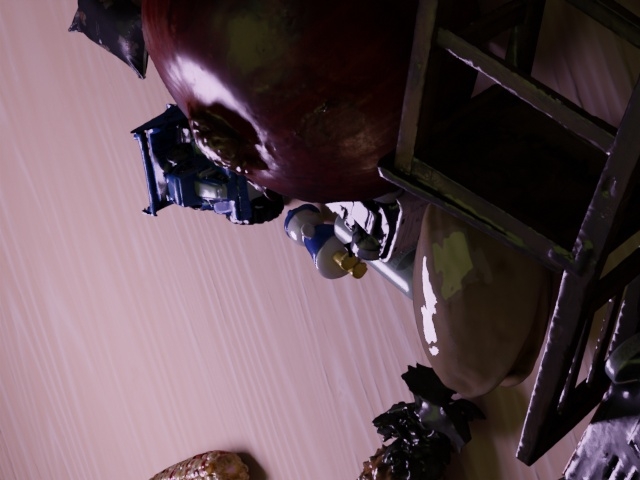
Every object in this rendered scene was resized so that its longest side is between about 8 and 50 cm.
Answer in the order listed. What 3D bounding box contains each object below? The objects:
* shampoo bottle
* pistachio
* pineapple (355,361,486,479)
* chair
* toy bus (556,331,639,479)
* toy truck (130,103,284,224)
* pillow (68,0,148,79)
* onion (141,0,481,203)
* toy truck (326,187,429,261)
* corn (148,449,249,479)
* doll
[{"bbox_3d":[0.095,0.027,1.994,0.195,0.056,0.056,39,138,35],"label":"shampoo bottle"},{"bbox_3d":[0.162,0.044,1.826,0.153,0.138,0.238,45,143,49],"label":"pistachio"},{"bbox_3d":[0.108,0.233,2.063,0.111,0.119,0.237,-81,3,-53],"label":"pineapple"},{"bbox_3d":[0.188,-0.051,1.637,0.240,0.203,0.416,33,132,22],"label":"chair"},{"bbox_3d":[0.316,0.203,1.688,0.143,0.153,0.329,53,144,31],"label":"toy bus"},{"bbox_3d":[-0.144,-0.084,2.207,0.208,0.126,0.113,20,125,50],"label":"toy truck"},{"bbox_3d":[-0.259,-0.272,2.335,0.150,0.048,0.090,34,143,36],"label":"pillow"},{"bbox_3d":[-0.003,-0.207,1.763,0.341,0.341,0.341,33,134,42],"label":"onion"},{"bbox_3d":[0.029,-0.095,1.955,0.253,0.124,0.114,44,142,29],"label":"toy truck"},{"bbox_3d":[-0.173,0.337,2.543,0.253,0.086,0.086,-35,80,57],"label":"corn"},{"bbox_3d":[0.000,0.000,2.106,0.099,0.057,0.143,41,180,-41],"label":"doll"}]
